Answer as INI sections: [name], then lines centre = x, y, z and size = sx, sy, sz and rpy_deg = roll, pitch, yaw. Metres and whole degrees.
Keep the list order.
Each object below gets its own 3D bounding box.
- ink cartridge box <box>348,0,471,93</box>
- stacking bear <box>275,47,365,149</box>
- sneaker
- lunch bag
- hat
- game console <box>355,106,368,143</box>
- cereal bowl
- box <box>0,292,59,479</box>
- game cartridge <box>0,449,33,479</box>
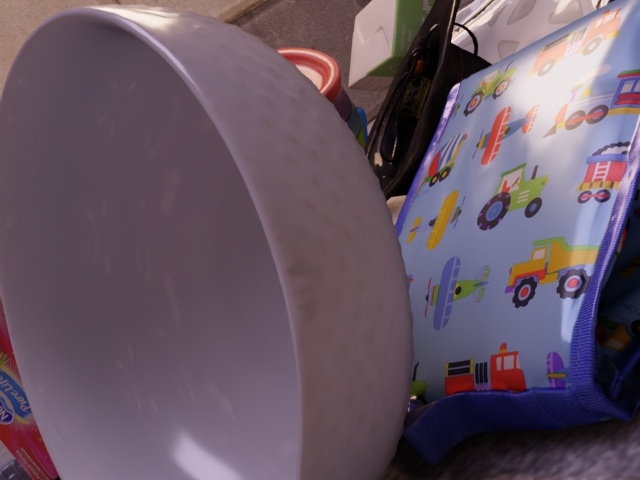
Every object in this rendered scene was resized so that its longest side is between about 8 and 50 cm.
[ink cartridge box]
centre = 0.240, -0.270, 1.204
size = 0.353, 0.119, 0.207
rpy_deg = 6, -3, -14
[stacking bear]
centre = -0.001, -0.137, 1.311
size = 0.164, 0.289, 0.175
rpy_deg = 6, 51, 30
[sneaker]
centre = 0.237, -0.192, 0.955
size = 0.447, 0.169, 0.257
rpy_deg = -52, 23, 24
[lunch bag]
centre = 0.127, 0.003, 0.502
size = 0.293, 0.138, 0.221
rpy_deg = -53, 17, -27
[hat]
centre = 0.133, -0.113, 0.870
size = 0.331, 0.133, 0.331
rpy_deg = -156, 90, -84
[game console]
centre = -0.037, -0.098, 1.577
size = 0.173, 0.250, 0.293
rpy_deg = 9, 33, 27
[cereal bowl]
centre = -0.068, 0.031, 0.496
size = 0.141, 0.339, 0.339
rpy_deg = -12, -10, -39
[box]
centre = -0.393, 0.187, 1.127
size = 0.128, 0.257, 0.122
rpy_deg = -35, 6, 6
[game cartridge]
centre = -0.543, 0.416, 1.192
size = 0.297, 0.062, 0.198
rpy_deg = -40, 4, -24
